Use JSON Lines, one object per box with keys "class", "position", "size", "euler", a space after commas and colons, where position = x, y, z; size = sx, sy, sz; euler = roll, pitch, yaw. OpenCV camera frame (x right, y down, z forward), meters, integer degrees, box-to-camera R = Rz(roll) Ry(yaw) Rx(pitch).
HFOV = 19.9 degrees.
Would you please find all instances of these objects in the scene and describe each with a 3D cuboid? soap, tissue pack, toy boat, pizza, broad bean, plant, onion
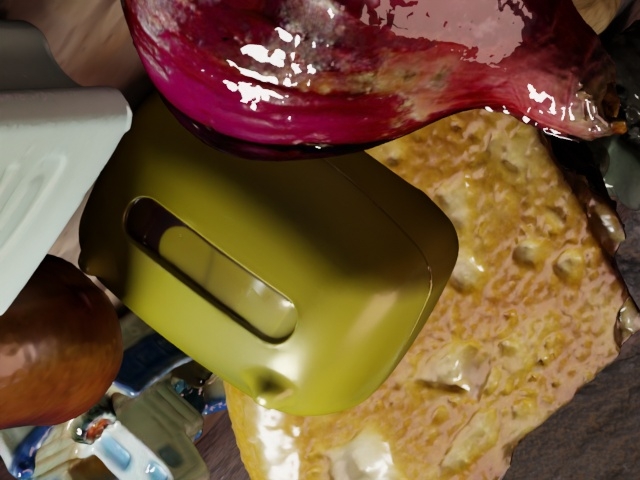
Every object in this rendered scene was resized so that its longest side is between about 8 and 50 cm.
{"class": "soap", "position": [-0.158, -0.019, 0.661], "size": [0.119, 0.066, 0.198], "euler": [-53, 168, 17]}
{"class": "tissue pack", "position": [-0.030, 0.002, 0.910], "size": [0.123, 0.178, 0.127], "euler": [-60, 167, 27]}
{"class": "toy boat", "position": [-0.091, 0.108, 1.144], "size": [0.262, 0.115, 0.114], "euler": [-33, 158, -55]}
{"class": "pizza", "position": [0.065, 0.023, 1.127], "size": [0.278, 0.114, 0.408], "euler": [-8, 111, -24]}
{"class": "broad bean", "position": [-0.153, 0.050, 0.836], "size": [0.114, 0.084, 0.165], "euler": [-42, 168, 24]}
{"class": "plant", "position": [0.294, -0.106, 1.834], "size": [0.274, 0.149, 0.146], "euler": [-42, 165, -25]}
{"class": "onion", "position": [0.032, -0.112, 0.714], "size": [0.195, 0.218, 0.140], "euler": [-48, 166, -21]}

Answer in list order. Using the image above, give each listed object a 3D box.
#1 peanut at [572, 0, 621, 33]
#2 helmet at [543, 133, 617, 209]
{"class": "peanut", "position": [0.176, -0.191, 1.335], "size": [0.082, 0.082, 0.187], "euler": [-51, 167, 1]}
{"class": "helmet", "position": [0.102, 0.007, 1.418], "size": [0.230, 0.160, 0.278], "euler": [-43, -150, 43]}
